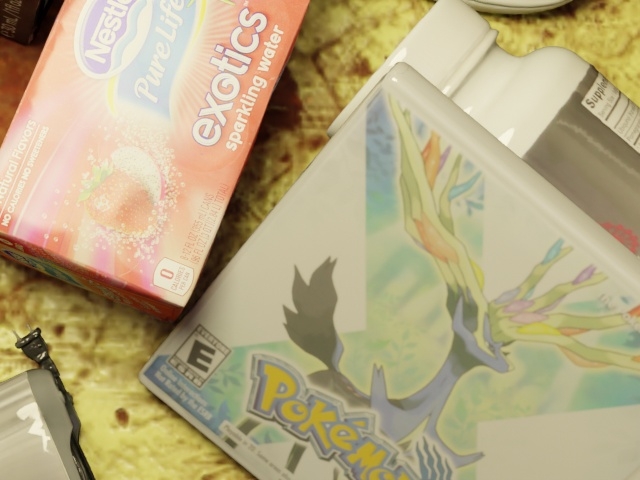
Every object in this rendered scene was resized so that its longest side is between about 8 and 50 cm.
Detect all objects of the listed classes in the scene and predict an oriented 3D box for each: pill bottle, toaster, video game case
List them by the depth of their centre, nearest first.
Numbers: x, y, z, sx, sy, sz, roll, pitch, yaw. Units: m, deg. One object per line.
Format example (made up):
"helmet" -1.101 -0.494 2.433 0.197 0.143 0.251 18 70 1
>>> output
"toaster" -0.207 0.183 1.051 0.146 0.129 0.227 -23 88 -8
"video game case" 0.086 0.096 1.061 0.329 0.036 0.300 40 119 -1
"pill bottle" 0.165 -0.019 1.107 0.318 0.176 0.176 40 79 -2

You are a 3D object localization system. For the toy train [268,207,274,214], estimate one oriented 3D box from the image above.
"toy train" 0.000 0.000 1.161 0.083 0.017 0.024 39 69 -2

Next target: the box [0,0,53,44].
"box" -0.334 -0.272 1.041 0.381 0.191 0.143 23 80 -10

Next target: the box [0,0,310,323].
"box" -0.108 -0.112 1.094 0.154 0.142 0.300 23 80 -4

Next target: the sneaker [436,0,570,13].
"sneaker" 0.070 -0.272 1.108 0.319 0.208 0.127 26 79 -5
